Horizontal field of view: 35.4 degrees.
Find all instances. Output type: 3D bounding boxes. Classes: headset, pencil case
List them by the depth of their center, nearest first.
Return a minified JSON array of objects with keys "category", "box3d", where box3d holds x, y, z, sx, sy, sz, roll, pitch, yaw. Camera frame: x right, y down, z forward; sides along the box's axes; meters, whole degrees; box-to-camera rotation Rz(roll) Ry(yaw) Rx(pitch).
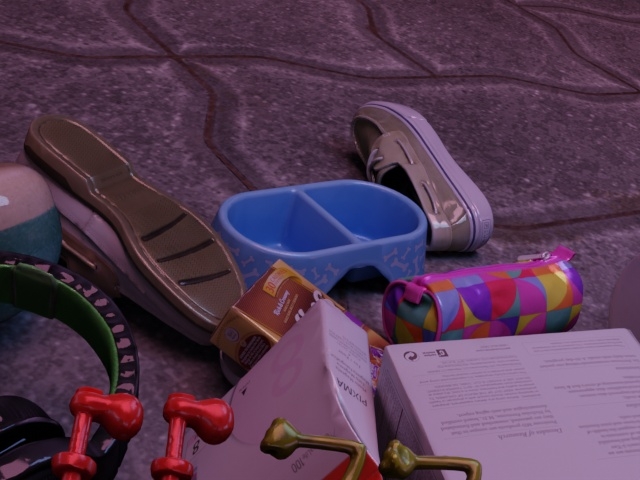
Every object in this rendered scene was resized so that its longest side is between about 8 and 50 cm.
[{"category":"headset","box3d":[-0.272,0.138,0.658,0.243,0.185,0.394,17,45,5]},{"category":"pencil case","box3d":[0.180,0.068,1.087,0.236,0.104,0.104,-10,38,-36]}]

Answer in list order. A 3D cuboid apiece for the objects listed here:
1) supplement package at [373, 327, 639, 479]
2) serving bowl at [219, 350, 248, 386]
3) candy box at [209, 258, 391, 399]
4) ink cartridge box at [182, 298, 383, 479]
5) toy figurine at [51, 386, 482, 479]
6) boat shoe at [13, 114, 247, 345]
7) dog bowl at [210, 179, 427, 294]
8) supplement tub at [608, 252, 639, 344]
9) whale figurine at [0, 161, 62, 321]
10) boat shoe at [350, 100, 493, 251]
[{"category":"supplement package","box3d":[0.157,0.221,0.676,0.199,0.198,0.262,-2,35,-16]},{"category":"serving bowl","box3d":[-0.056,0.122,0.950,0.083,0.027,0.083,12,29,-7]},{"category":"candy box","box3d":[0.002,0.109,0.924,0.187,0.053,0.109,36,32,4]},{"category":"ink cartridge box","box3d":[-0.037,0.175,0.704,0.066,0.189,0.232,37,23,-17]},{"category":"toy figurine","box3d":[-0.099,0.220,0.564,0.363,0.217,0.191,9,50,-12]},{"category":"boat shoe","box3d":[-0.195,0.004,1.014,0.302,0.103,0.113,44,33,18]},{"category":"dog bowl","box3d":[0.000,0.000,1.144,0.297,0.074,0.166,-10,38,-37]},{"category":"supplement tub","box3d":[0.490,0.084,1.072,0.316,0.228,0.228,-5,35,-32]},{"category":"whale figurine","box3d":[-0.364,0.025,0.895,0.272,0.141,0.216,-20,15,-15]},{"category":"boat shoe","box3d":[0.112,-0.094,1.330,0.094,0.109,0.302,-7,38,-31]}]
